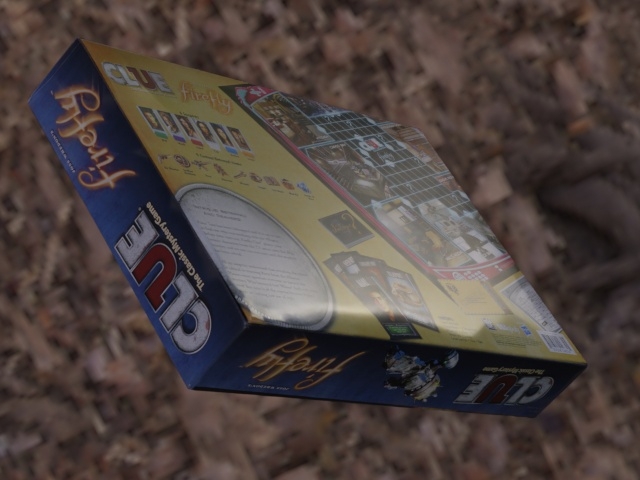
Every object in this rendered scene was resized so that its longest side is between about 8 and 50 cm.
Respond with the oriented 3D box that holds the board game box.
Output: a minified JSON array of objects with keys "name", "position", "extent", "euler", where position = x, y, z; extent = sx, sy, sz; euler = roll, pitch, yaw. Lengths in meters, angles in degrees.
[{"name":"board game box","position":[0.000,0.000,0.892],"extent":[0.243,0.042,0.165],"euler":[11,39,-49]}]
